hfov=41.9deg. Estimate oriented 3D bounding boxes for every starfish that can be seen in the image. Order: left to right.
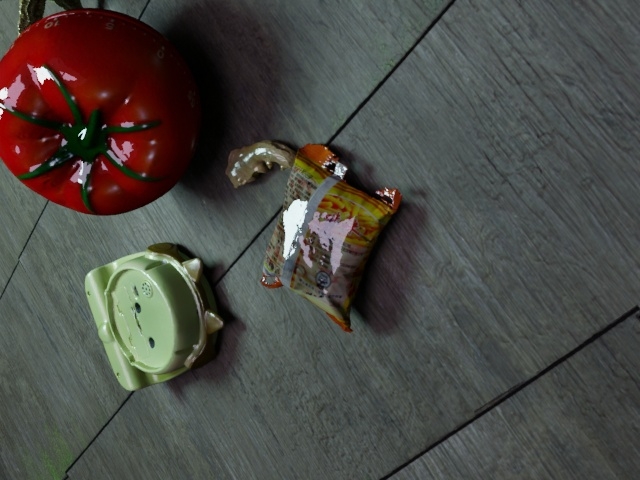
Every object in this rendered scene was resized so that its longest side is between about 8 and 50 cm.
[{"bbox_3d":[-0.528,-0.515,1.589,0.078,0.358,0.347,23,114,8],"label":"starfish"}]

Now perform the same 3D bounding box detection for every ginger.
[{"bbox_3d":[-0.110,-0.142,1.499,0.174,0.051,0.069,-12,97,46],"label":"ginger"}]

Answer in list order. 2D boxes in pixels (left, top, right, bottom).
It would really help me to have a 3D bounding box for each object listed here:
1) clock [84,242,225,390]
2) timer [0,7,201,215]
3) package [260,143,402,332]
[{"bbox_3d":[-0.340,0.151,1.749,0.348,0.117,0.286,-23,87,44],"label":"clock"},{"bbox_3d":[-0.409,-0.235,1.541,0.378,0.279,0.377,0,124,0],"label":"timer"},{"bbox_3d":[0.005,0.002,1.396,0.223,0.108,0.288,31,119,31],"label":"package"}]
